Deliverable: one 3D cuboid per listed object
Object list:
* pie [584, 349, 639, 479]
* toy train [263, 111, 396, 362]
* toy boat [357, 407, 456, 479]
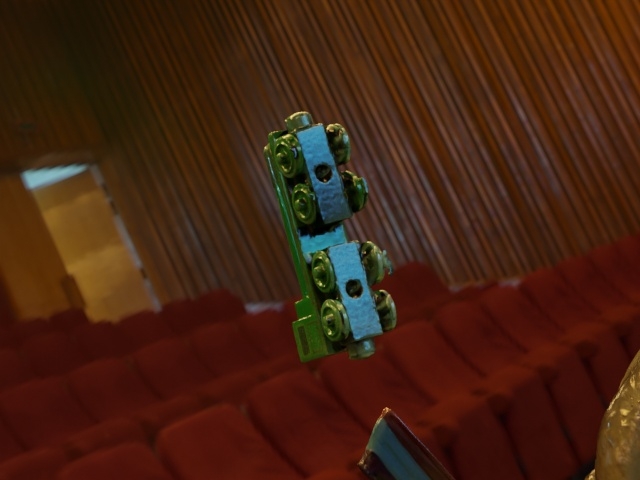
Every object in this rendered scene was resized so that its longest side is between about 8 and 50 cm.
[{"bbox_3d":[0.306,0.145,0.944,0.339,0.077,0.339,-22,-51,-30],"label":"pie"},{"bbox_3d":[0.000,0.000,1.247,0.085,0.251,0.119,-11,-8,-29],"label":"toy train"},{"bbox_3d":[0.179,0.353,1.580,0.079,0.392,0.136,-49,27,-8],"label":"toy boat"}]
